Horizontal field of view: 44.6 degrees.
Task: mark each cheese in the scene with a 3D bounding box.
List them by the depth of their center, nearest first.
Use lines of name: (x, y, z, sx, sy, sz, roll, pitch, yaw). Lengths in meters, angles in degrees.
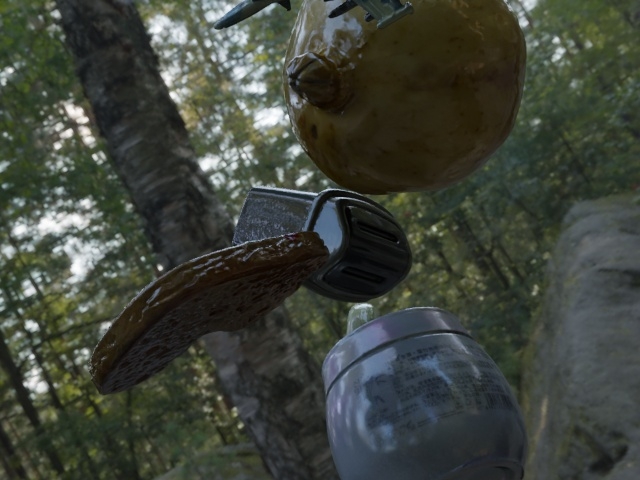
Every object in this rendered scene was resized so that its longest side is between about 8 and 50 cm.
cheese: (0.083, 0.223, 1.494, 0.065, 0.137, 0.227, -6, 38, 10)

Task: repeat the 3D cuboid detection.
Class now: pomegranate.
pomegranate: (0.104, -0.246, 1.160, 0.410, 0.410, 0.410, -32, -3, -2)

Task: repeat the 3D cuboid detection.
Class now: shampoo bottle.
shampoo bottle: (0.143, 0.257, 1.125, 0.273, 0.266, 0.273, -13, -40, -11)

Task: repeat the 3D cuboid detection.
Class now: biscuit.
biscuit: (-0.141, 0.083, 0.952, 0.277, 0.052, 0.262, -17, -23, -43)

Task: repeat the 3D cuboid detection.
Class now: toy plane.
toy plane: (0.001, -0.294, 0.851, 0.262, 0.192, 0.088, -27, -12, 23)

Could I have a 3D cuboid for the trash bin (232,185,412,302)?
trash bin: (0.000, 0.000, 1.363, 0.210, 0.182, 0.290, 18, -2, -43)
